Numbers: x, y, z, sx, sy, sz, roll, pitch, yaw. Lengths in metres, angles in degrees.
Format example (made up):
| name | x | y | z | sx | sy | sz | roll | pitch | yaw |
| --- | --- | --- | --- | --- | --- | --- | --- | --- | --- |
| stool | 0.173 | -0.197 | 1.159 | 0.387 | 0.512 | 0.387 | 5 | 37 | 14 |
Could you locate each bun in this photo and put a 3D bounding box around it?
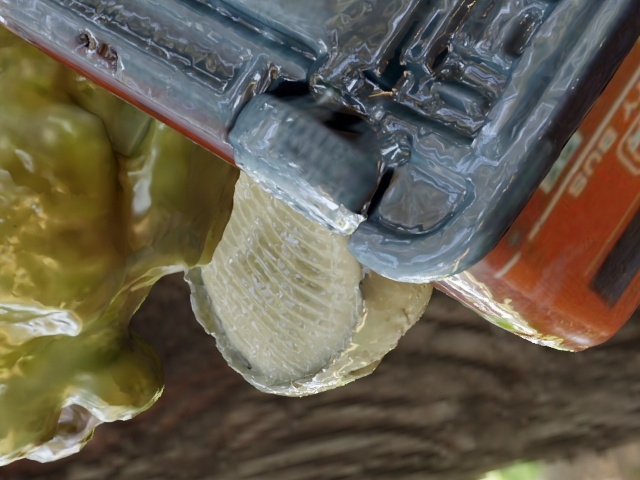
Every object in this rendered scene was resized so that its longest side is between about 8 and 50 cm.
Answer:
| name | x | y | z | sx | sy | sz | roll | pitch | yaw |
| --- | --- | --- | --- | --- | --- | --- | --- | --- | --- |
| bun | 0.000 | 0.000 | 1.548 | 0.259 | 0.152 | 0.259 | 15 | 110 | 48 |

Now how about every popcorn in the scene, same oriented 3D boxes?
| name | x | y | z | sx | sy | sz | roll | pitch | yaw |
| --- | --- | --- | --- | --- | --- | --- | --- | --- | --- |
| popcorn | -0.168 | -0.008 | 1.011 | 0.225 | 0.276 | 0.276 | 23 | 144 | 33 |

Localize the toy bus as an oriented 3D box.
| name | x | y | z | sx | sy | sz | roll | pitch | yaw |
| --- | --- | --- | --- | --- | --- | --- | --- | --- | --- |
| toy bus | -0.008 | -0.071 | 0.494 | 0.265 | 0.121 | 0.120 | 31 | 175 | 40 |
